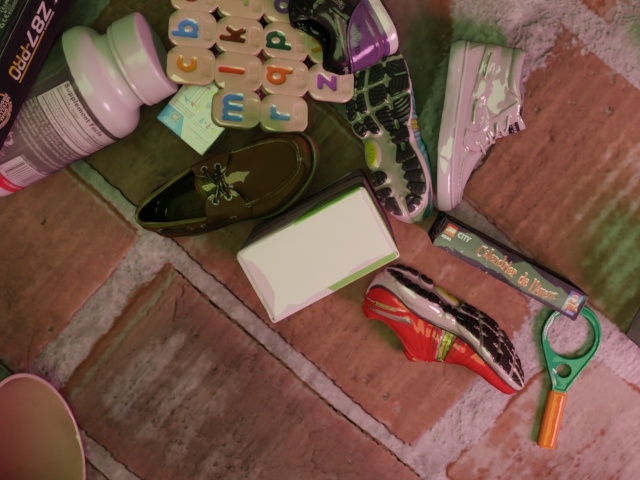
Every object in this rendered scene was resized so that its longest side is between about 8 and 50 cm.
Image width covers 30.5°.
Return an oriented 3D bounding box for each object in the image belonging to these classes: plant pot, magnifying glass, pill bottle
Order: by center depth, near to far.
[{"bbox_3d":[-0.377,-0.206,1.727,0.318,0.176,0.176,-25,94,9],"label":"pill bottle"},{"bbox_3d":[-0.546,0.356,1.789,0.274,0.256,0.257,-15,95,20],"label":"plant pot"},{"bbox_3d":[0.375,0.210,1.821,0.092,0.026,0.231,12,95,1],"label":"magnifying glass"}]

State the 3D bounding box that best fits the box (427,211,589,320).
[{"bbox_3d":[0.273,0.034,1.737,0.233,0.159,0.044,28,97,0],"label":"box"}]

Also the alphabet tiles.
[{"bbox_3d":[-0.086,-0.295,1.730,0.277,0.021,0.284,5,75,-13],"label":"alphabet tiles"}]

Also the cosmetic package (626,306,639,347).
[{"bbox_3d":[0.564,0.122,1.719,0.151,0.184,0.151,25,97,0],"label":"cosmetic package"}]

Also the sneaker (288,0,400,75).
[{"bbox_3d":[-0.005,-0.374,1.707,0.124,0.107,0.283,-29,84,-13],"label":"sneaker"}]

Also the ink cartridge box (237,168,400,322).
[{"bbox_3d":[0.000,0.000,1.692,0.198,0.273,0.115,-28,96,6],"label":"ink cartridge box"}]

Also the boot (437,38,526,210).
[{"bbox_3d":[0.243,-0.167,1.748,0.123,0.095,0.258,7,96,9],"label":"boot"}]

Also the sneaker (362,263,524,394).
[{"bbox_3d":[0.187,0.151,1.800,0.279,0.107,0.118,37,115,2],"label":"sneaker"}]

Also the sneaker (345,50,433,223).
[{"bbox_3d":[0.109,-0.154,1.756,0.107,0.110,0.275,-14,76,20],"label":"sneaker"}]

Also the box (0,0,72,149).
[{"bbox_3d":[-0.547,-0.273,1.663,0.318,0.097,0.395,16,76,24],"label":"box"}]

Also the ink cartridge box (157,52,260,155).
[{"bbox_3d":[-0.161,-0.211,1.768,0.092,0.090,0.143,40,97,-2],"label":"ink cartridge box"}]

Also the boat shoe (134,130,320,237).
[{"bbox_3d":[-0.139,-0.070,1.706,0.307,0.104,0.111,-27,77,33],"label":"boat shoe"}]
